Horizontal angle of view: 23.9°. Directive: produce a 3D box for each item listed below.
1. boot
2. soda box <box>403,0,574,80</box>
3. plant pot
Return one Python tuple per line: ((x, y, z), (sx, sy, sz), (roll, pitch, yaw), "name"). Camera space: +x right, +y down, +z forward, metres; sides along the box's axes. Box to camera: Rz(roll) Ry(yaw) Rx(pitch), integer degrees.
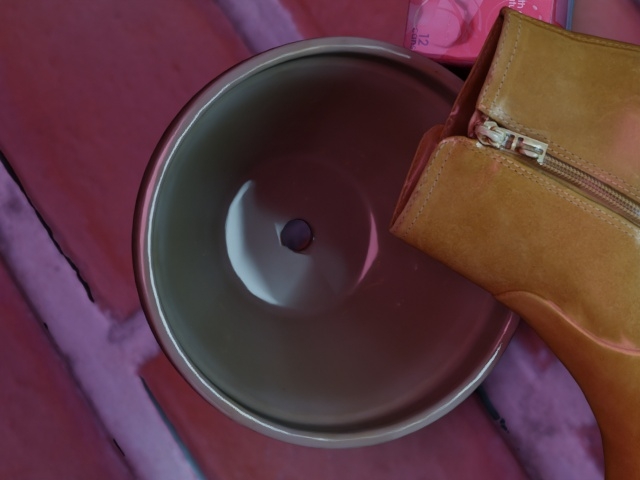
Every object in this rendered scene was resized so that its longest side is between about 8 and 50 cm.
((0.136, 0.032, 0.854), (0.211, 0.104, 0.295), (17, 95, -5), "boot")
((0.115, -0.230, 0.918), (0.092, 0.083, 0.263), (6, 89, 16), "soda box")
((0.000, 0.000, 0.905), (0.237, 0.110, 0.237), (-1, 92, -16), "plant pot")
